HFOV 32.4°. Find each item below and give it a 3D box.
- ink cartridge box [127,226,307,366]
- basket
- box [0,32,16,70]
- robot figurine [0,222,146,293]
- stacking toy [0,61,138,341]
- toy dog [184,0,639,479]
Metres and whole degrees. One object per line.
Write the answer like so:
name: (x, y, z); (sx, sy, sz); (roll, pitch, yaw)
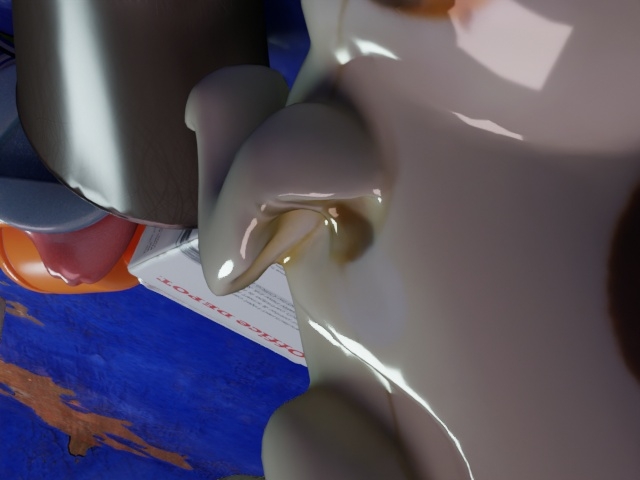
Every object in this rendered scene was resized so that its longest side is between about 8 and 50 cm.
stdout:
ink cartridge box: (0.000, 0.000, 0.910); (0.211, 0.121, 0.289); (31, 155, -24)
basket: (-0.111, -0.138, 0.669); (0.204, 0.154, 0.227); (38, 155, 14)
box: (-0.220, -0.118, 0.918); (0.169, 0.054, 0.059); (21, 157, 0)
robot figurine: (-0.236, -0.009, 1.079); (0.219, 0.158, 0.128); (-4, 112, 44)
stacking toy: (-0.299, -0.047, 0.802); (0.309, 0.279, 0.130); (26, 170, 1)
toy dog: (0.086, -0.016, 0.486); (0.285, 0.407, 0.395); (-10, -161, -23)
